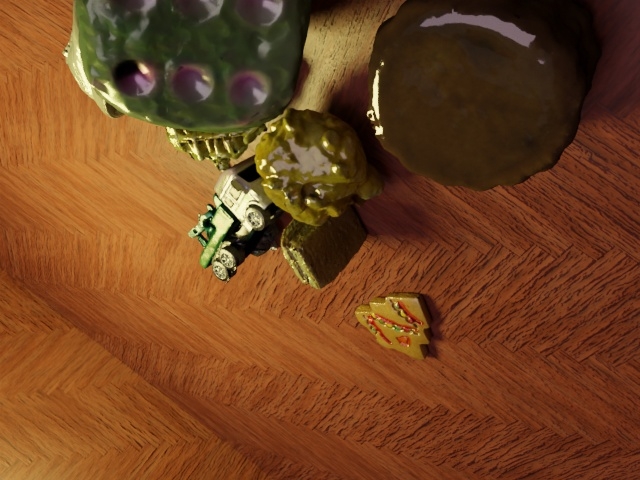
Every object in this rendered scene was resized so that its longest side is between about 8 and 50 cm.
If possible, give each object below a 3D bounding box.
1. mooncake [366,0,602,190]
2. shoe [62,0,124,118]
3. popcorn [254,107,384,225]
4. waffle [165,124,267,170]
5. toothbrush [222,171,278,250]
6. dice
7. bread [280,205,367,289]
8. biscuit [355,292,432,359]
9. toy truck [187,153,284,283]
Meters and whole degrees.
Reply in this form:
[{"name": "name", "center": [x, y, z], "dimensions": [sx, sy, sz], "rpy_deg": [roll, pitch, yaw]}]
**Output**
[{"name": "mooncake", "center": [0.238, -0.244, 0.924], "dimensions": [0.324, 0.187, 0.323], "rpy_deg": [21, 139, 19]}, {"name": "shoe", "center": [-0.529, -0.440, 1.415], "dimensions": [0.159, 0.124, 0.316], "rpy_deg": [30, 141, 23]}, {"name": "popcorn", "center": [0.000, -0.152, 1.231], "dimensions": [0.266, 0.192, 0.233], "rpy_deg": [23, 129, -17]}, {"name": "waffle", "center": [-0.235, -0.309, 1.259], "dimensions": [0.297, 0.073, 0.317], "rpy_deg": [44, 116, 2]}, {"name": "toothbrush", "center": [-0.184, -0.088, 1.551], "dimensions": [0.025, 0.020, 0.286], "rpy_deg": [-9, 122, 38]}, {"name": "dice", "center": [-0.189, -0.371, 0.954], "dimensions": [0.323, 0.330, 0.318], "rpy_deg": [3, 137, -13]}, {"name": "bread", "center": [0.000, 0.000, 1.348], "dimensions": [0.102, 0.196, 0.138], "rpy_deg": [-2, 131, 45]}, {"name": "biscuit", "center": [0.194, 0.203, 1.512], "dimensions": [0.212, 0.041, 0.238], "rpy_deg": [35, 142, 9]}, {"name": "toy truck", "center": [-0.195, -0.047, 1.462], "dimensions": [0.178, 0.176, 0.363], "rpy_deg": [47, 136, 4]}]
